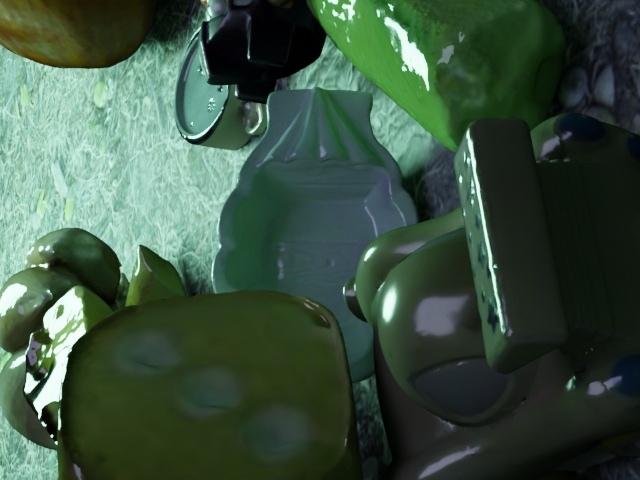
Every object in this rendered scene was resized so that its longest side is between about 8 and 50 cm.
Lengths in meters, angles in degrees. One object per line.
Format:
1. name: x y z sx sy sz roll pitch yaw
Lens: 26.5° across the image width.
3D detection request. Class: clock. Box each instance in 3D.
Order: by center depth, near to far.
1. clock: -0.122 -0.189 1.640 0.229 0.063 0.155 47 124 51

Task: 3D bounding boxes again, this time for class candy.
1. candy: 0.093 -0.198 1.234 0.343 0.132 0.142 52 169 53

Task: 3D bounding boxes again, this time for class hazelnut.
1. hazelnut: -0.366 -0.410 1.855 0.366 0.366 0.365 -19 67 56

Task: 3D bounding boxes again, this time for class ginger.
1. ginger: -0.151 0.220 1.434 0.413 0.211 0.358 56 168 -2

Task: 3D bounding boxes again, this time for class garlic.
1. garlic: -0.325 0.125 1.714 0.325 0.132 0.278 15 -107 -77

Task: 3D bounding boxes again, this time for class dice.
1. dice: -0.083 0.194 1.131 0.233 0.238 0.226 -96 1 -48

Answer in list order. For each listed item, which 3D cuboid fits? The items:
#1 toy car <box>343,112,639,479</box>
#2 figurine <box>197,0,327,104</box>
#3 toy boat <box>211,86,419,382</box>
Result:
1. toy car: 0.124 0.070 1.013 0.336 0.226 0.242 -38 52 49
2. figurine: -0.049 -0.291 1.434 0.143 0.308 0.308 -2 79 18
3. toy boat: 0.000 0.000 1.310 0.100 0.200 0.290 80 -168 -80
